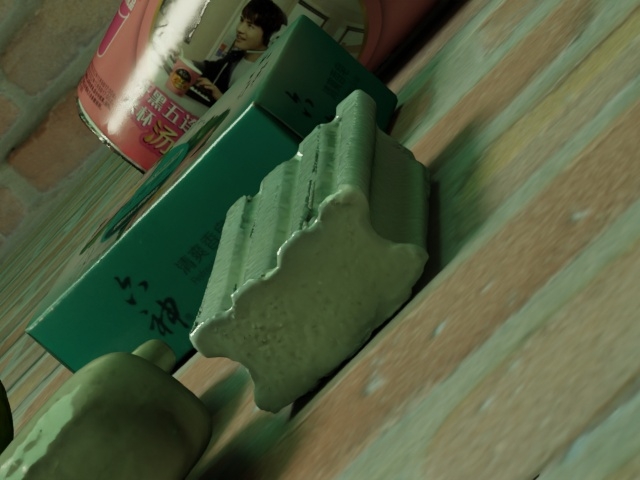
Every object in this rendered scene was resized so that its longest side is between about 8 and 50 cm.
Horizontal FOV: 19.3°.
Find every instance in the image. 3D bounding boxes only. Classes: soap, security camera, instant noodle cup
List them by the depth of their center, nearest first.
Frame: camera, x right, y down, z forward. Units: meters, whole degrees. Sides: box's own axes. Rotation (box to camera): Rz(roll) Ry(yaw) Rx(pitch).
[{"bbox_3d":[0.000,0.000,0.954,0.114,0.063,0.198,-44,11,15],"label":"soap"},{"bbox_3d":[-0.116,0.126,0.956,0.157,0.080,0.301,-51,0,-4],"label":"security camera"},{"bbox_3d":[-0.051,-0.163,1.402,0.255,0.244,0.244,-53,9,16],"label":"instant noodle cup"}]

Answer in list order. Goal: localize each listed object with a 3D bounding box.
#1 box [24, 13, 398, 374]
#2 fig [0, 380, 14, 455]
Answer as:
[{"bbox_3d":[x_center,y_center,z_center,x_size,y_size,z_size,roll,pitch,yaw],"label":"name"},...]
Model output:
[{"bbox_3d":[-0.070,-0.018,1.238,0.245,0.092,0.153,-44,11,27],"label":"box"},{"bbox_3d":[-0.325,0.150,1.456,0.181,0.181,0.191,-44,-17,22],"label":"fig"}]
